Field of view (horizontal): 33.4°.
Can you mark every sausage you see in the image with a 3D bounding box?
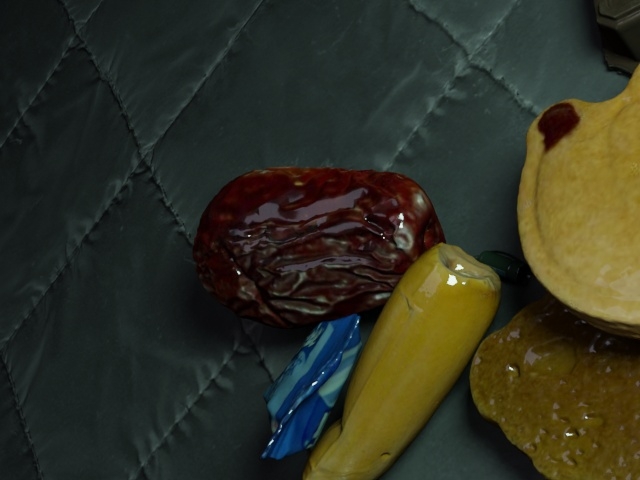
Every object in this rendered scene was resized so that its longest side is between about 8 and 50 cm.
[{"bbox_3d":[0.086,0.172,1.243,0.116,0.134,0.354,30,108,4],"label":"sausage"}]

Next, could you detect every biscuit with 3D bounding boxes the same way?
[{"bbox_3d":[0.405,-0.078,1.020,0.455,0.078,0.350,-30,51,15],"label":"biscuit"},{"bbox_3d":[0.322,0.117,1.078,0.381,0.074,0.359,-15,58,43],"label":"biscuit"}]

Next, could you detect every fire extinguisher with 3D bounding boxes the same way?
[{"bbox_3d":[0.213,0.027,1.268,0.038,0.025,0.083,-36,34,-26],"label":"fire extinguisher"}]

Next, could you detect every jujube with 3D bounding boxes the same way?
[{"bbox_3d":[0.000,0.000,1.382,0.342,0.216,0.216,-5,68,38],"label":"jujube"}]

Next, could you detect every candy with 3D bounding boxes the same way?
[{"bbox_3d":[-0.012,0.169,1.250,0.187,0.077,0.331,-57,0,-8],"label":"candy"}]

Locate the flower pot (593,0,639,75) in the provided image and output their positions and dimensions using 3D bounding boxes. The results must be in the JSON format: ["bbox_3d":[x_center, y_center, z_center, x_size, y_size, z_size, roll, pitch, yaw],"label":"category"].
[{"bbox_3d":[0.404,-0.304,1.188,0.251,0.084,0.179,-24,56,36],"label":"flower pot"}]
